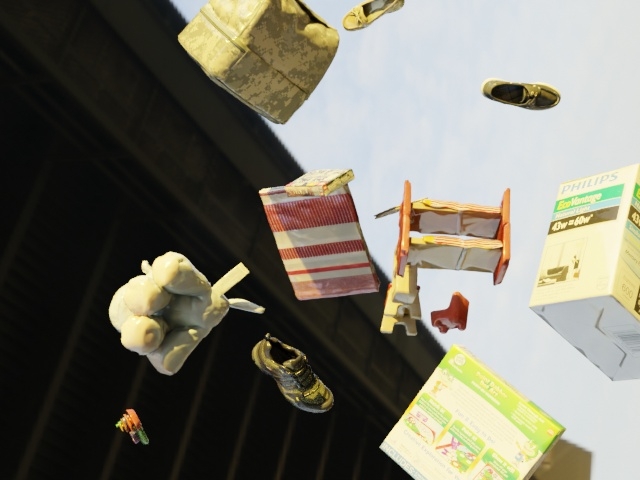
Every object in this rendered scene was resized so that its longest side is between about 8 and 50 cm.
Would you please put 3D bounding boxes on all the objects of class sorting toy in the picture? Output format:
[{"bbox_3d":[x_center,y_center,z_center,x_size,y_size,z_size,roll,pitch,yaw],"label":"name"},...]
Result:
[{"bbox_3d":[-0.382,0.378,1.931,0.042,0.061,0.102,-28,-42,-18],"label":"sorting toy"}]

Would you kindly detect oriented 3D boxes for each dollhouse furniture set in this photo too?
[{"bbox_3d":[0.238,0.049,1.880,0.374,0.201,0.152,95,-179,-61],"label":"dollhouse furniture set"}]

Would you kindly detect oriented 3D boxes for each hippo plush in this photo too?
[{"bbox_3d":[-0.327,0.109,1.997,0.294,0.236,0.234,-37,-56,-25],"label":"hippo plush"}]

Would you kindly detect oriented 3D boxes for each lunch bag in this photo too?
[{"bbox_3d":[-0.121,-0.440,2.141,0.256,0.212,0.305,-47,-41,10],"label":"lunch bag"}]

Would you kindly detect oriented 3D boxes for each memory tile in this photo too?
[{"bbox_3d":[0.207,-0.083,2.483,0.113,0.148,0.012,-16,-92,-18],"label":"memory tile"}]

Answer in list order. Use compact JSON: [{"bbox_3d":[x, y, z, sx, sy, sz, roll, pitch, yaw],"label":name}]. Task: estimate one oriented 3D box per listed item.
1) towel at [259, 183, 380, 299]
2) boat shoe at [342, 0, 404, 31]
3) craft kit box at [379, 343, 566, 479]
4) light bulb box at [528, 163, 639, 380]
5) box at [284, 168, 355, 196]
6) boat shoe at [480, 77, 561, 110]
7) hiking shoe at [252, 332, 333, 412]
[{"bbox_3d":[0.000,0.000,2.433,0.037,0.237,0.329,-62,-41,-55],"label":"towel"},{"bbox_3d":[0.113,-0.512,2.143,0.048,0.153,0.056,-18,-89,-68],"label":"boat shoe"},{"bbox_3d":[0.273,0.360,1.750,0.247,0.250,0.061,-57,-27,12],"label":"craft kit box"},{"bbox_3d":[0.707,0.081,2.233,0.358,0.225,0.361,39,-123,-29],"label":"light bulb box"},{"bbox_3d":[-0.002,-0.126,2.101,0.094,0.137,0.027,-33,-68,-33],"label":"box"},{"bbox_3d":[0.336,-0.240,1.594,0.040,0.142,0.049,-114,31,-67],"label":"boat shoe"},{"bbox_3d":[-0.059,0.309,2.202,0.086,0.227,0.114,-50,-2,-27],"label":"hiking shoe"}]
